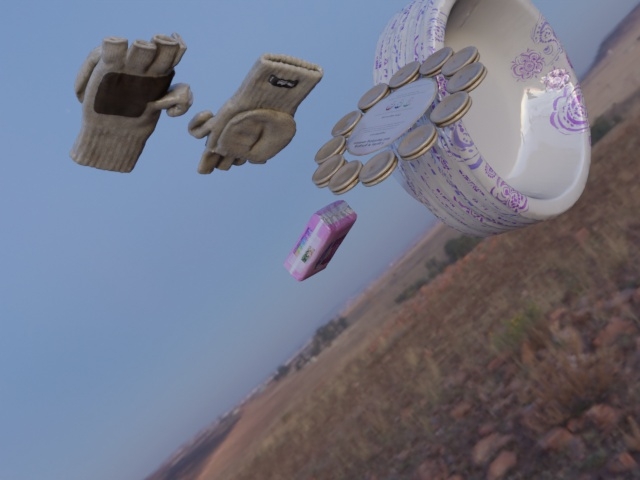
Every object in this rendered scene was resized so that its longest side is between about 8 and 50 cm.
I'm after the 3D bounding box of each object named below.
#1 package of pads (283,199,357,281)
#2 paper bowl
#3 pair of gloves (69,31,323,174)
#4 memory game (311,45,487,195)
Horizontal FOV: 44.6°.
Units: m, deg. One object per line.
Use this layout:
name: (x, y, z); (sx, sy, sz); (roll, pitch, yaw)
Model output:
package of pads: (0.000, 0.000, 0.792); (0.050, 0.032, 0.083); (-26, -25, -46)
paper bowl: (0.171, -0.144, 0.893); (0.148, 0.284, 0.284); (-21, 14, 48)
pair of gloves: (-0.139, -0.141, 0.831); (0.240, 0.042, 0.204); (2, -32, -22)
memory game: (0.066, -0.107, 0.691); (0.186, 0.012, 0.186); (-33, 26, 19)
